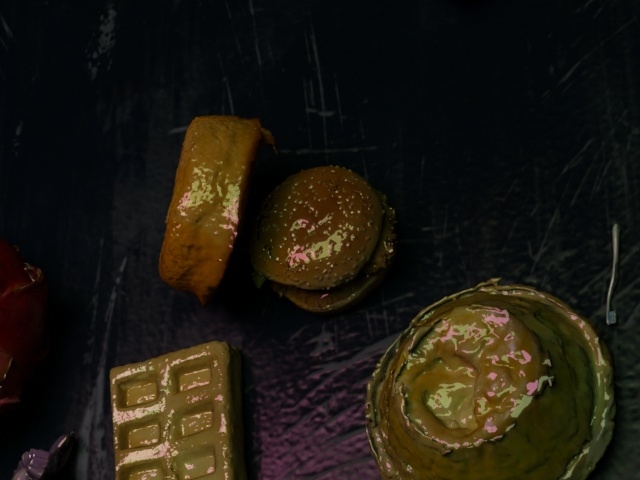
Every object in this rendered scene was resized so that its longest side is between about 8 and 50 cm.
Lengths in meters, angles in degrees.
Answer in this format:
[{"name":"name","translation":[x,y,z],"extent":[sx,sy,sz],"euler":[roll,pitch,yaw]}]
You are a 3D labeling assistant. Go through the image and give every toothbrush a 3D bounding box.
[{"name":"toothbrush","translation":[0.347,0.039,1.833],"extent":[0.013,0.011,0.131],"euler":[-10,60,33]}]

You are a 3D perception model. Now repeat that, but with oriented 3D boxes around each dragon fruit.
[{"name":"dragon fruit","translation":[-0.473,0.103,2.033],"extent":[0.250,0.250,0.315],"euler":[1,46,24]}]

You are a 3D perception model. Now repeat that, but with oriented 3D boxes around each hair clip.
[{"name":"hair clip","translation":[-0.392,0.362,1.948],"extent":[0.292,0.084,0.106],"euler":[-63,15,-18]}]

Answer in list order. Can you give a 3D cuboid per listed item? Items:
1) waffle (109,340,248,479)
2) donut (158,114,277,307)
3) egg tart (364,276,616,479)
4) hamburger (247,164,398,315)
[{"name":"waffle","translation":[-0.175,0.260,1.915],"extent":[0.168,0.057,0.274],"euler":[-15,59,15]},{"name":"donut","translation":[-0.134,-0.042,1.961],"extent":[0.118,0.253,0.253],"euler":[11,64,-9]},{"name":"egg tart","translation":[0.183,0.177,1.767],"extent":[0.315,0.120,0.315],"euler":[-11,60,19]},{"name":"hamburger","translation":[0.009,-0.002,1.941],"extent":[0.191,0.118,0.182],"euler":[17,75,25]}]
